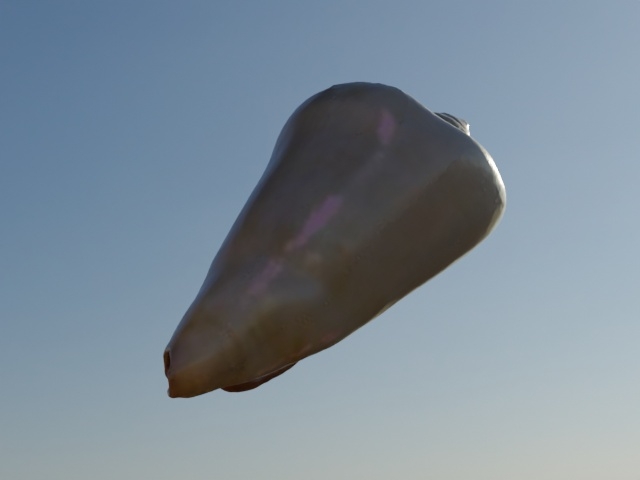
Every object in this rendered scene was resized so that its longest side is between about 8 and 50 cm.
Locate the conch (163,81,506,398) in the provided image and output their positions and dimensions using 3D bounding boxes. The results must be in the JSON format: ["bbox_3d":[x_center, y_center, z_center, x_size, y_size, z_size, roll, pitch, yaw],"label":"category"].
[{"bbox_3d":[0.008,0.008,0.442,0.094,0.176,0.104,40,-30,-21],"label":"conch"}]
